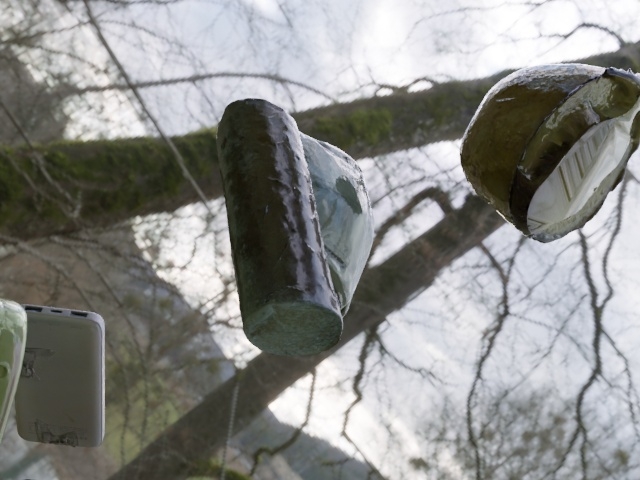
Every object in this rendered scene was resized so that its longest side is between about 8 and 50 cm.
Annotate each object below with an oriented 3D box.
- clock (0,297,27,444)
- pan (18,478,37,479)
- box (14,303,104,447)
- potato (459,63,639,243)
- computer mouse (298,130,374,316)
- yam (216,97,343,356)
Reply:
[{"bbox_3d":[-0.514,0.202,1.193,0.117,0.286,0.348,17,-4,-31],"label":"clock"},{"bbox_3d":[-0.413,0.414,1.148,0.114,0.212,0.040,31,3,12],"label":"pan"},{"bbox_3d":[-0.415,0.222,1.385,0.044,0.142,0.285,-86,-175,-56],"label":"box"},{"bbox_3d":[0.320,-0.148,1.285,0.242,0.285,0.242,35,-3,2],"label":"potato"},{"bbox_3d":[0.004,0.001,1.236,0.145,0.228,0.429,6,-22,7],"label":"computer mouse"},{"bbox_3d":[-0.045,-0.021,0.832,0.093,0.093,0.259,77,1,-55],"label":"yam"}]
